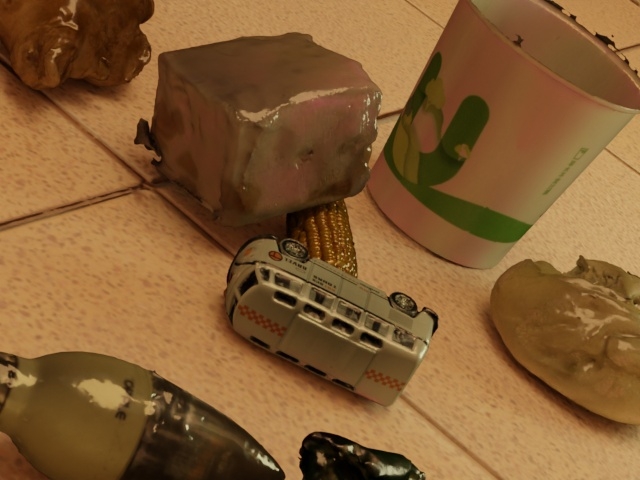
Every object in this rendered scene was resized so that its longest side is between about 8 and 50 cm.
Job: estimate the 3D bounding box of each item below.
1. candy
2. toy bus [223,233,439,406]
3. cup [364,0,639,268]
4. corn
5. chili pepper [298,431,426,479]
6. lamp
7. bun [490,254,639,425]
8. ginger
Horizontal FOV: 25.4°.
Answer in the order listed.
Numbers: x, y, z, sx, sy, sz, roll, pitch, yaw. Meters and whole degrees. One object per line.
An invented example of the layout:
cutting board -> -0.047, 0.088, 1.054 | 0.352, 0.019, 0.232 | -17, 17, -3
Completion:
candy -> -0.062, -0.117, 1.400 | 0.195, 0.137, 0.185 | -14, 35, -30
toy bus -> 0.004, 0.073, 1.269 | 0.194, 0.087, 0.089 | 27, 30, -7
cup -> 0.200, -0.128, 1.615 | 0.253, 0.274, 0.253 | 26, 27, -15
corn -> 0.000, 0.000, 1.409 | 0.068, 0.068, 0.207 | 23, 28, -16
chili pepper -> 0.070, 0.267, 0.992 | 0.148, 0.116, 0.264 | 19, 27, -49
lamp -> -0.132, 0.137, 0.992 | 0.250, 0.101, 0.101 | 23, 27, -22
bun -> 0.298, 0.092, 1.510 | 0.237, 0.116, 0.210 | 34, 26, 3
ginger -> -0.267, -0.227, 1.474 | 0.219, 0.123, 0.270 | 34, 40, -31
